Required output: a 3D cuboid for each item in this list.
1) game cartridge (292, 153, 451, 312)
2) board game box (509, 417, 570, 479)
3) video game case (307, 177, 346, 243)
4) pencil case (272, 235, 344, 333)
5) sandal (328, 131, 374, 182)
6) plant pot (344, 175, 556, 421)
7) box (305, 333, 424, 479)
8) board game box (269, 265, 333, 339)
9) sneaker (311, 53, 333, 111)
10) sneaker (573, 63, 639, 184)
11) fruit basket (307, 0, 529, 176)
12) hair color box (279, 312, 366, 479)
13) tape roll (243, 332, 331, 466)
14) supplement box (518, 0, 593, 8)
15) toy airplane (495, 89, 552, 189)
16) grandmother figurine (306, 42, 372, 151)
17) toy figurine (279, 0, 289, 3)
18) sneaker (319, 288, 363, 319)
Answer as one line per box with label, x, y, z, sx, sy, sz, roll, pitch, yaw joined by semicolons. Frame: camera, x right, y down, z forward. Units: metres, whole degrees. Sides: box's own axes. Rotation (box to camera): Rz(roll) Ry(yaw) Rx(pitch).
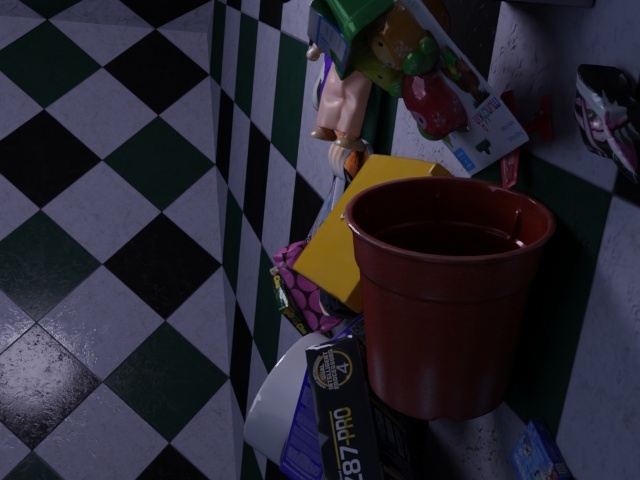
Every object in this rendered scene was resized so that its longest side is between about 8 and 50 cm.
game cartridge;0.086;-0.025;1.481;0.285;0.052;0.323;-55;20;-3
board game box;0.287;0.299;1.080;0.090;0.020;0.090;-108;23;-47
video game case;0.000;0.000;1.961;0.285;0.025;0.204;118;165;-56
pencil case;-0.019;0.101;1.821;0.209;0.095;0.098;64;-163;0
sandal;0.049;-0.185;1.804;0.265;0.076;0.102;-125;39;-63
plant pot;0.167;0.083;1.117;0.272;0.272;0.265;-122;29;-61
box;0.094;0.363;1.290;0.395;0.097;0.318;56;-160;-60
board game box;-0.034;0.180;1.883;0.260;0.030;0.136;53;-169;-42
sneaker;0.061;-0.388;1.763;0.146;0.102;0.293;-126;36;-53
sneaker;0.329;-0.118;0.903;0.077;0.072;0.178;91;176;-45
fruit basket;0.126;-0.241;1.144;0.353;0.165;0.327;56;176;1
hair color box;0.037;0.327;1.607;0.110;0.185;0.339;33;131;21
tape roll;-0.038;0.340;1.746;0.100;0.286;0.286;30;129;21
supplement box;0.242;-0.351;1.071;0.239;0.130;0.073;-128;41;-66
toy airplane;0.276;-0.150;1.122;0.151;0.028;0.151;-173;90;-75
grandmother figurine;0.067;-0.366;1.653;0.104;0.208;0.342;-24;-47;-69
toy figurine;-0.010;-0.623;1.797;0.148;0.209;0.213;-99;19;-48
sneaker;0.072;0.103;1.640;0.321;0.126;0.127;-136;52;-79
